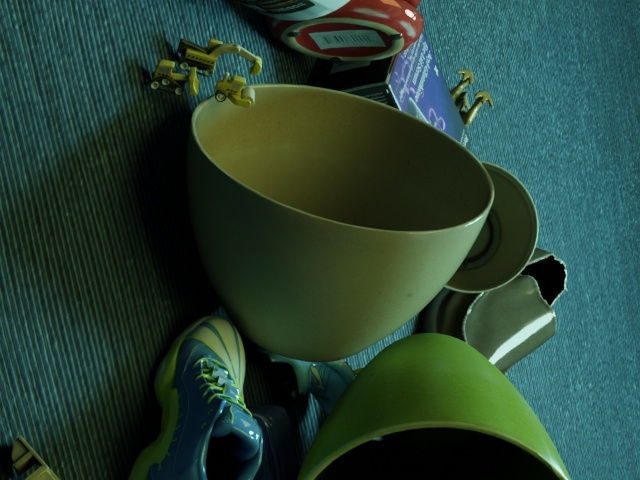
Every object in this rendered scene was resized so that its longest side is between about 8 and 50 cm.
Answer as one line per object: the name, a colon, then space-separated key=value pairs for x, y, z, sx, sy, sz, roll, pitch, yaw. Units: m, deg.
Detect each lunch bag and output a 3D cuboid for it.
lunch bag: x=-0.065 y=0.198 z=1.462 sx=0.065 sy=0.067 sz=0.098 roll=-25 pitch=105 yaw=-64

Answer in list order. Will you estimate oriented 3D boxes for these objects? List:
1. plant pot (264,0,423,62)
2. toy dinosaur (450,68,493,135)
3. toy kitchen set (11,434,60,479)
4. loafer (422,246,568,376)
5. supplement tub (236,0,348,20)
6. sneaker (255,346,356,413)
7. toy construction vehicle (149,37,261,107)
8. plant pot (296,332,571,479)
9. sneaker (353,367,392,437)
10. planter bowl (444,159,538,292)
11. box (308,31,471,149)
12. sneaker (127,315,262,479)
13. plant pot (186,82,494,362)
plant pot: x=0.029 y=-0.293 z=1.684 sx=0.191 sy=0.191 sz=0.174 roll=29 pitch=61 yaw=-59
toy dinosaur: x=0.180 y=-0.175 z=2.109 sx=0.064 sy=0.112 sz=0.211 roll=35 pitch=40 yaw=-5
toy kitchen set: x=-0.230 y=0.195 z=1.179 sx=0.068 sy=0.075 sz=0.083 roll=47 pitch=-17 yaw=12
loafer: x=0.232 y=0.093 z=2.035 sx=0.366 sy=0.130 sz=0.134 roll=-55 pitch=130 yaw=-55
supplement tub: x=-0.079 y=-0.326 z=1.464 sx=0.316 sy=0.193 sz=0.194 roll=10 pitch=73 yaw=-63
sneaker: x=-0.022 y=0.135 z=1.605 sx=0.162 sy=0.063 sz=0.073 roll=51 pitch=57 yaw=-41
toy construction vehicle: x=-0.105 y=-0.161 z=1.482 sx=0.086 sy=0.098 sz=0.035 roll=-85 pitch=-170 yaw=-61
plant pot: x=0.104 y=0.216 z=1.516 sx=0.293 sy=0.274 sz=0.275 roll=-86 pitch=157 yaw=-65
sneaker: x=0.098 y=0.202 z=1.775 sx=0.225 sy=0.088 sz=0.093 roll=39 pitch=47 yaw=-55
planter bowl: x=0.181 y=-0.013 z=1.966 sx=0.109 sy=0.162 sz=0.162 roll=103 pitch=-20 yaw=-85
box: x=0.081 y=-0.136 z=1.828 sx=0.207 sy=0.108 sz=0.153 roll=61 pitch=32 yaw=-35
sneaker: x=-0.084 y=0.154 z=1.356 sx=0.091 sy=0.126 sz=0.240 roll=38 pitch=46 yaw=-28
plant pot: x=0.000 y=0.000 z=1.486 sx=0.284 sy=0.284 sz=0.191 roll=-47 pitch=155 yaw=-59
